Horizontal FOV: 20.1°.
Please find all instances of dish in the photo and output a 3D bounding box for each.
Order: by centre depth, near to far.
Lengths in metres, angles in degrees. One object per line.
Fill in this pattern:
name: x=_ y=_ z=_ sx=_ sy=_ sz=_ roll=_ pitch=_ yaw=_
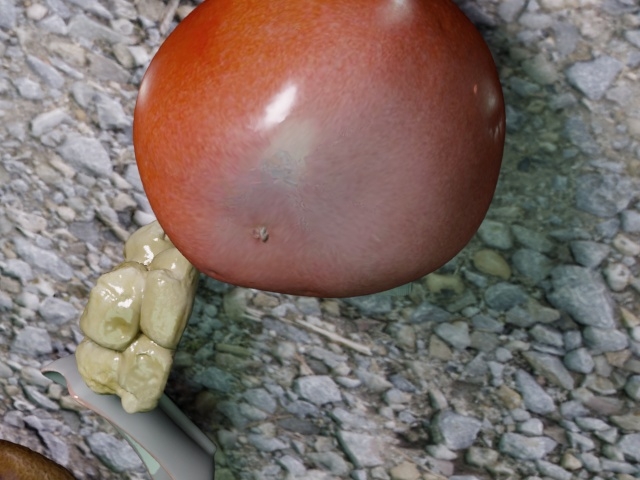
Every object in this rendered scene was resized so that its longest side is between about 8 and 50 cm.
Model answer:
dish: x=-0.197 y=0.198 z=1.988 sx=0.077 sy=0.151 sz=0.212 roll=-47 pitch=111 yaw=-11

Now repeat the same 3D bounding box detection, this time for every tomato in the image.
tomato: x=-0.001 y=-0.084 z=1.654 sx=0.341 sy=0.273 sz=0.341 roll=5 pitch=125 yaw=8

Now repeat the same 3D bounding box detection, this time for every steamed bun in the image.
steamed bun: x=-0.188 y=0.066 z=1.854 sx=0.106 sy=0.177 sz=0.192 roll=19 pitch=127 yaw=-9

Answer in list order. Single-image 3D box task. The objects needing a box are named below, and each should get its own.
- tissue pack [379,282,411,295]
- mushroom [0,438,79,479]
tissue pack: x=0.000 y=0.000 z=1.863 sx=0.193 sy=0.026 sz=0.122 roll=6 pitch=126 yaw=7
mushroom: x=-0.375 y=0.334 z=2.091 sx=0.253 sy=0.153 sz=0.253 roll=2 pitch=129 yaw=2
